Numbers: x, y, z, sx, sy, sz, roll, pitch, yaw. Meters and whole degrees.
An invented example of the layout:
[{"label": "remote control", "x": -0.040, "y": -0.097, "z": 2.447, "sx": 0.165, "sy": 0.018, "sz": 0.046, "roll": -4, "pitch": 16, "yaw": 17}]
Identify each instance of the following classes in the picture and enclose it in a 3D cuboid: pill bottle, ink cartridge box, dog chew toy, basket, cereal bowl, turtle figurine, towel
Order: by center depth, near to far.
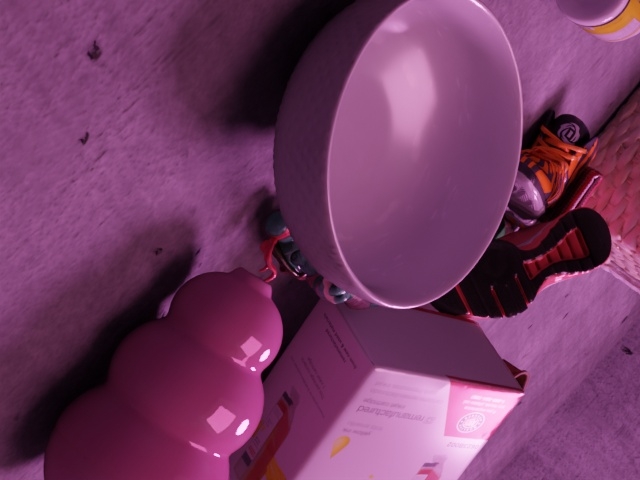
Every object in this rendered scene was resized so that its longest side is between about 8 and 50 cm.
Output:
[{"label": "cereal bowl", "x": 0.067, "y": -0.105, "z": 1.444, "sx": 0.339, "sy": 0.141, "sz": 0.339, "roll": -18, "pitch": 114, "yaw": -46}, {"label": "dog chew toy", "x": -0.157, "y": 0.180, "z": 1.485, "sx": 0.332, "sy": 0.207, "sz": 0.206, "roll": -58, "pitch": 158, "yaw": -2}, {"label": "turtle figurine", "x": 0.000, "y": 0.000, "z": 1.603, "sx": 0.234, "sy": 0.118, "sz": 0.175, "roll": 37, "pitch": 52, "yaw": -60}, {"label": "pill bottle", "x": 0.389, "y": -0.326, "z": 1.829, "sx": 0.103, "sy": 0.103, "sz": 0.184, "roll": -56, "pitch": 157, "yaw": 13}, {"label": "ink cartridge box", "x": 0.046, "y": 0.276, "z": 1.836, "sx": 0.279, "sy": 0.160, "sz": 0.384, "roll": 13, "pitch": 121, "yaw": -37}, {"label": "towel", "x": 0.380, "y": -0.038, "z": 2.214, "sx": 0.199, "sy": 0.031, "sz": 0.275, "roll": -56, "pitch": -177, "yaw": 6}, {"label": "basket", "x": 0.633, "y": -0.075, "z": 2.407, "sx": 0.331, "sy": 0.328, "sz": 0.266, "roll": -50, "pitch": 154, "yaw": -1}]

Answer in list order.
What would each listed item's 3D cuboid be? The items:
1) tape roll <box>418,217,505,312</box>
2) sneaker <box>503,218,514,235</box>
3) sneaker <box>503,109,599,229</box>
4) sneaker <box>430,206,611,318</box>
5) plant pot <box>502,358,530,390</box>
[{"label": "tape roll", "x": 0.144, "y": 0.068, "z": 2.023, "sx": 0.321, "sy": 0.077, "sz": 0.321, "roll": -40, "pitch": 156, "yaw": -22}, {"label": "sneaker", "x": 0.269, "y": 0.029, "z": 2.222, "sx": 0.075, "sy": 0.063, "sz": 0.170, "roll": -35, "pitch": 154, "yaw": -21}, {"label": "sneaker", "x": 0.329, "y": -0.125, "z": 2.042, "sx": 0.180, "sy": 0.124, "sz": 0.321, "roll": -54, "pitch": 169, "yaw": -1}, {"label": "sneaker", "x": 0.276, "y": 0.048, "z": 1.975, "sx": 0.314, "sy": 0.116, "sz": 0.136, "roll": -18, "pitch": 176, "yaw": -26}, {"label": "plant pot", "x": 0.198, "y": 0.211, "z": 2.030, "sx": 0.167, "sy": 0.165, "sz": 0.167, "roll": -40, "pitch": 155, "yaw": -23}]
